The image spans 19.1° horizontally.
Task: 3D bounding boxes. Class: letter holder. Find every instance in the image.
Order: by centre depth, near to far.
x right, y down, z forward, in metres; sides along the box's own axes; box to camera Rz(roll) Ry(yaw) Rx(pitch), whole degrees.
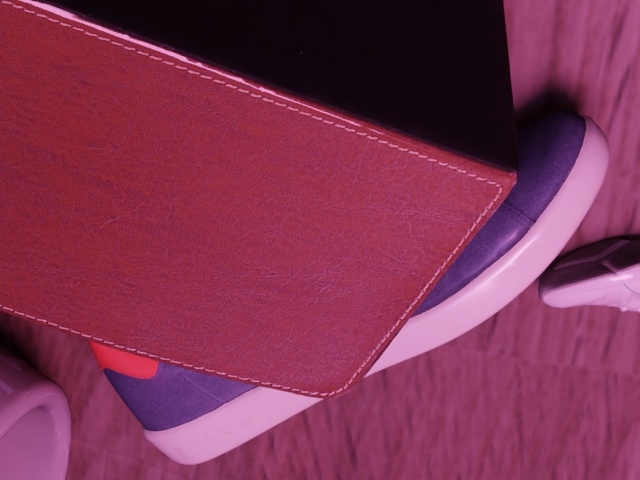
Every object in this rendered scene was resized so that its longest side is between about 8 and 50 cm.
[{"bbox_3d":[-0.081,-0.061,1.004,0.302,0.152,0.214,19,132,-17],"label":"letter holder"}]

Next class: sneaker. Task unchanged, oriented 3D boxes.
[{"bbox_3d":[0.000,0.000,1.144,0.350,0.131,0.148,-32,110,18],"label":"sneaker"},{"bbox_3d":[0.211,0.028,1.175,0.152,0.053,0.061,-11,114,10],"label":"sneaker"}]

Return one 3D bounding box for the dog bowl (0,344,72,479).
[{"bbox_3d":[-0.259,0.211,1.153,0.102,0.349,0.348,21,114,7],"label":"dog bowl"}]
